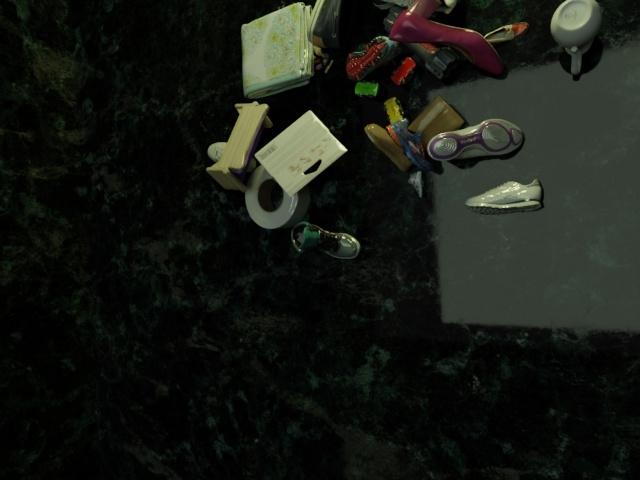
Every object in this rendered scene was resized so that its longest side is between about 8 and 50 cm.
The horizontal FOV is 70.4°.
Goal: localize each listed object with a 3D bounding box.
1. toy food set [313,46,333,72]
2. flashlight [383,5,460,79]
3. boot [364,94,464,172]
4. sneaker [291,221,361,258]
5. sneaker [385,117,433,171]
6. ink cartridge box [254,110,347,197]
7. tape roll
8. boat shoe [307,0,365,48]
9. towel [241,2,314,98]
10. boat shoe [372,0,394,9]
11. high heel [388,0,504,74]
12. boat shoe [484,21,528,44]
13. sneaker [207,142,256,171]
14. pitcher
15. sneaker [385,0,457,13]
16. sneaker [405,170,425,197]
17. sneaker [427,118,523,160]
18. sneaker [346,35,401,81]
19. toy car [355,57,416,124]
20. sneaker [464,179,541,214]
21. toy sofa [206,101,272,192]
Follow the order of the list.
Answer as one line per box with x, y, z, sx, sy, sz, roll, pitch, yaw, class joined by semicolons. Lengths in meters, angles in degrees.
-0.008;-0.743;1.861;0.122;0.019;0.078;42;113;24;toy food set
0.357;-0.704;1.595;0.304;0.103;0.103;47;152;18;flashlight
0.326;-0.407;1.604;0.236;0.089;0.269;41;118;-10;boot
0.000;0.000;1.792;0.295;0.178;0.124;18;101;30;sneaker
0.321;-0.325;1.553;0.087;0.083;0.221;-40;109;16;sneaker
-0.076;-0.339;1.822;0.296;0.066;0.261;-39;69;-1;ink cartridge box
-0.186;-0.190;1.949;0.286;0.100;0.286;1;92;32;tape roll
0.109;-0.961;1.693;0.156;0.186;0.501;30;110;19;boat shoe
-0.188;-0.798;1.932;0.374;0.090;0.321;-2;88;35;towel
0.309;-0.934;1.607;0.301;0.102;0.108;-13;85;32;boat shoe
0.413;-0.625;1.491;0.377;0.127;0.181;40;105;1;high heel
0.600;-0.672;1.470;0.137;0.043;0.049;-11;84;31;boat shoe
-0.437;-0.392;2.086;0.290;0.123;0.106;21;105;31;sneaker
0.731;-0.582;1.296;0.125;0.207;0.178;2;94;32;pitcher
0.323;-0.837;1.535;0.296;0.111;0.129;10;61;15;sneaker
0.344;-0.200;1.655;0.069;0.038;0.098;-6;79;34;sneaker
0.503;-0.333;1.505;0.304;0.152;0.114;-5;100;9;sneaker
0.200;-0.666;1.690;0.261;0.125;0.104;-4;99;58;sneaker
0.237;-0.560;1.697;0.224;0.053;0.239;18;100;31;toy car
0.593;-0.141;1.482;0.235;0.090;0.095;-2;78;28;sneaker
-0.310;-0.392;1.900;0.177;0.150;0.363;6;66;27;toy sofa
